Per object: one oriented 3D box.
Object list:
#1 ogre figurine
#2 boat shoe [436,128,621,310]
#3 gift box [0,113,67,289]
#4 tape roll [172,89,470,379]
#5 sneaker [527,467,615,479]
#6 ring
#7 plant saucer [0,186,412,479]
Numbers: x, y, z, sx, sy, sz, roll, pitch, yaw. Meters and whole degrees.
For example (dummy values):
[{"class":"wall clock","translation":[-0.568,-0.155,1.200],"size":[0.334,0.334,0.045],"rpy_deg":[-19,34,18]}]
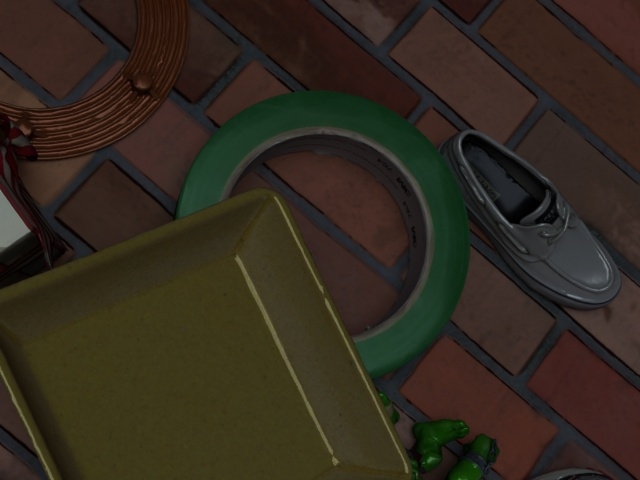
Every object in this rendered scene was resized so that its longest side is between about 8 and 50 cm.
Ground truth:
[{"class":"ogre figurine","translation":[0.087,0.237,1.215],"size":[0.197,0.097,0.118],"rpy_deg":[26,56,-21]},{"class":"boat shoe","translation":[0.243,-0.026,1.300],"size":[0.096,0.088,0.267],"rpy_deg":[-43,89,-17]},{"class":"gift box","translation":[-0.384,-0.017,1.094],"size":[0.258,0.255,0.276],"rpy_deg":[-37,93,-7]},{"class":"tape roll","translation":[0.000,0.000,1.251],"size":[0.321,0.077,0.321],"rpy_deg":[2,77,-11]},{"class":"sneaker","translation":[0.204,0.343,1.204],"size":[0.299,0.112,0.120],"rpy_deg":[-29,86,-16]},{"class":"ring","translation":[-0.311,-0.252,1.263],"size":[0.337,0.032,0.336],"rpy_deg":[2,78,-12]},{"class":"plant saucer","translation":[-0.117,0.154,1.080],"size":[0.333,0.081,0.332],"rpy_deg":[-24,87,-33]}]
